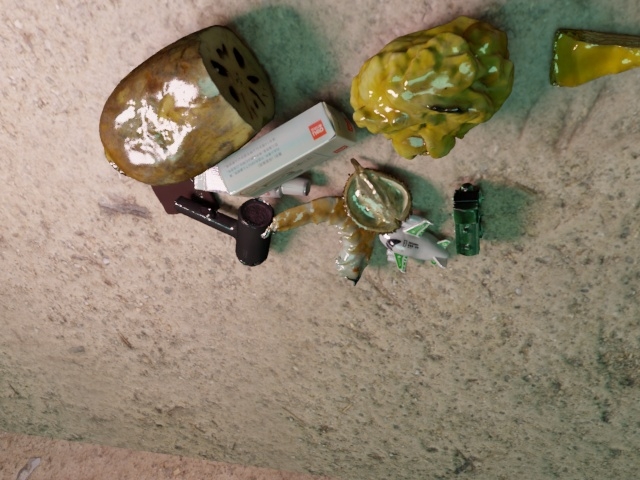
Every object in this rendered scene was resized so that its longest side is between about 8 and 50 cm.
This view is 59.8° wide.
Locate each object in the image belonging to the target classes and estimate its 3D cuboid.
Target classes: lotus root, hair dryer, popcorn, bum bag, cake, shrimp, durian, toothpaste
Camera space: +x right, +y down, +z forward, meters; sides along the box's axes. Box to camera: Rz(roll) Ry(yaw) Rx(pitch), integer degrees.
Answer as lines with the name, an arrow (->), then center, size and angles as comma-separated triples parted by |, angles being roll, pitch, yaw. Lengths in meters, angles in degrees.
lotus root -> -0.276, -0.246, 1.101 | 0.346, 0.250, 0.250 | -28, 119, 26
hair dryer -> -0.236, -0.044, 1.344 | 0.251, 0.089, 0.197 | 21, 150, 0
popcorn -> 0.192, -0.266, 0.980 | 0.286, 0.215, 0.252 | -6, 161, 22
bum bag -> -0.338, -0.110, 1.385 | 0.159, 0.026, 0.109 | -6, 130, 20
cake -> 0.489, -0.298, 0.958 | 0.184, 0.080, 0.116 | 9, 130, 2
shrimp -> 0.028, -0.019, 1.297 | 0.287, 0.068, 0.185 | 25, 108, -33
durian -> 0.114, -0.098, 1.227 | 0.148, 0.091, 0.188 | -32, 96, -3
toothpaste -> -0.160, -0.148, 1.279 | 0.282, 0.068, 0.099 | 11, 89, 9

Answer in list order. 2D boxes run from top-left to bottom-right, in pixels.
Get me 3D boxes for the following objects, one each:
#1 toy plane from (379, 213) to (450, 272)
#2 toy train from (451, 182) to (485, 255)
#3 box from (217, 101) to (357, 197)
toy plane -> 0.220, 0.011, 1.306 | 0.174, 0.080, 0.174 | 9, 132, 10
toy train -> 0.320, -0.039, 1.214 | 0.071, 0.111, 0.170 | 1, 130, 18
box -> -0.067, -0.179, 1.137 | 0.269, 0.135, 0.079 | -26, 84, 20
